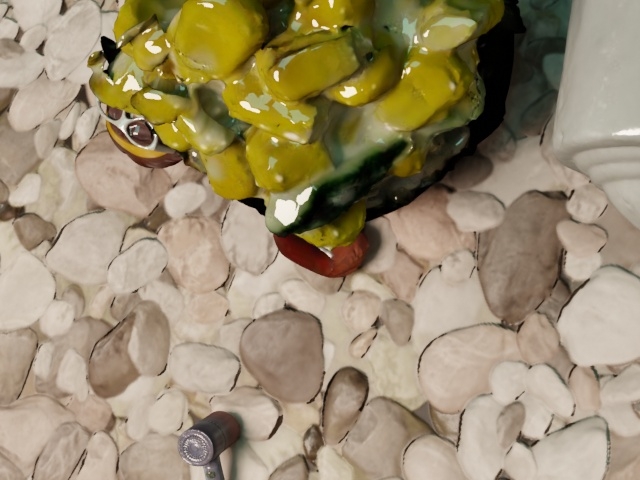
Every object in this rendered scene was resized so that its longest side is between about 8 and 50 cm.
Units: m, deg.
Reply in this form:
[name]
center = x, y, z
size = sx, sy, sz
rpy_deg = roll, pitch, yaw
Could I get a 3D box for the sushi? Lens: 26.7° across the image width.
[sushi]
center = 0.006, -0.146, 1.110
size = 0.328, 0.285, 0.329
rpy_deg = -33, 110, 12

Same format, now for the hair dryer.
[hair dryer]
center = -0.096, 0.222, 1.263
size = 0.037, 0.063, 0.114
rpy_deg = -9, 96, 23

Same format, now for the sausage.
[sausage]
center = 0.000, 0.000, 1.264
size = 0.094, 0.059, 0.054
rpy_deg = 27, 46, 28

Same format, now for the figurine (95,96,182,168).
[figurine]
center = -0.116, -0.177, 1.327
size = 0.174, 0.116, 0.240
rpy_deg = 40, 91, 9

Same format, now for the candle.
[candle]
center = 0.297, -0.143, 1.070
size = 0.221, 0.221, 0.343
rpy_deg = 6, 81, 26
